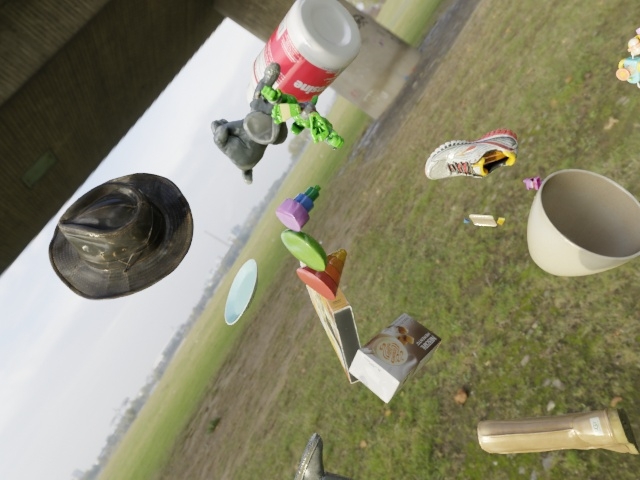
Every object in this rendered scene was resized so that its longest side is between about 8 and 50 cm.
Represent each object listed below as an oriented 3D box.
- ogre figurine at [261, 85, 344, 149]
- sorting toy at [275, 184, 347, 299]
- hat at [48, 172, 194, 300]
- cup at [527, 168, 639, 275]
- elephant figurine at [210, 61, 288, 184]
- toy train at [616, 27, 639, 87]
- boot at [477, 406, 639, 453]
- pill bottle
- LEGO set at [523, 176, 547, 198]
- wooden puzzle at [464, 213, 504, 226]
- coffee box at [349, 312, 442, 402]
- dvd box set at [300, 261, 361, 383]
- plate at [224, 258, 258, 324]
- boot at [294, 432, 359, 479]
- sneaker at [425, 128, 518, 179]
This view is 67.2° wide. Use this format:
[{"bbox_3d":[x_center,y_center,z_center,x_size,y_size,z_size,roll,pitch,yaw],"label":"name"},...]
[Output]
[{"bbox_3d":[-0.033,-0.275,1.070,0.118,0.197,0.096,-76,1,-71],"label":"ogre figurine"},{"bbox_3d":[0.000,0.000,1.127,0.126,0.127,0.365,-49,-31,-20],"label":"sorting toy"},{"bbox_3d":[-0.450,-0.032,1.023,0.331,0.332,0.134,-59,-17,-14],"label":"hat"},{"bbox_3d":[0.781,-0.021,1.488,0.237,0.331,0.331,102,-167,-56],"label":"cup"},{"bbox_3d":[-0.157,-0.308,1.272,0.240,0.186,0.169,-28,44,16],"label":"elephant figurine"},{"bbox_3d":[0.661,-0.357,0.971,0.046,0.125,0.166,-30,-24,-2],"label":"toy train"},{"bbox_3d":[0.507,0.410,1.030,0.270,0.236,0.089,-21,51,31],"label":"boot"},{"bbox_3d":[-0.075,-0.546,1.512,0.408,0.229,0.229,-29,28,54],"label":"pill bottle"},{"bbox_3d":[0.857,-0.167,1.881,0.087,0.227,0.093,-30,26,-13],"label":"LEGO set"},{"bbox_3d":[0.477,-0.061,1.407,0.078,0.117,0.014,41,-120,-63],"label":"wooden puzzle"},{"bbox_3d":[0.217,0.326,1.371,0.247,0.141,0.098,-25,-38,-45],"label":"coffee box"},{"bbox_3d":[0.027,0.207,1.560,0.062,0.307,0.420,-19,34,-8],"label":"dvd box set"},{"bbox_3d":[-0.210,0.142,1.316,0.188,0.024,0.188,-46,31,39],"label":"plate"},{"bbox_3d":[0.045,0.609,1.233,0.076,0.209,0.189,-50,-21,-82],"label":"boot"},{"bbox_3d":[0.360,-0.196,1.163,0.225,0.088,0.092,-17,43,28],"label":"sneaker"}]
